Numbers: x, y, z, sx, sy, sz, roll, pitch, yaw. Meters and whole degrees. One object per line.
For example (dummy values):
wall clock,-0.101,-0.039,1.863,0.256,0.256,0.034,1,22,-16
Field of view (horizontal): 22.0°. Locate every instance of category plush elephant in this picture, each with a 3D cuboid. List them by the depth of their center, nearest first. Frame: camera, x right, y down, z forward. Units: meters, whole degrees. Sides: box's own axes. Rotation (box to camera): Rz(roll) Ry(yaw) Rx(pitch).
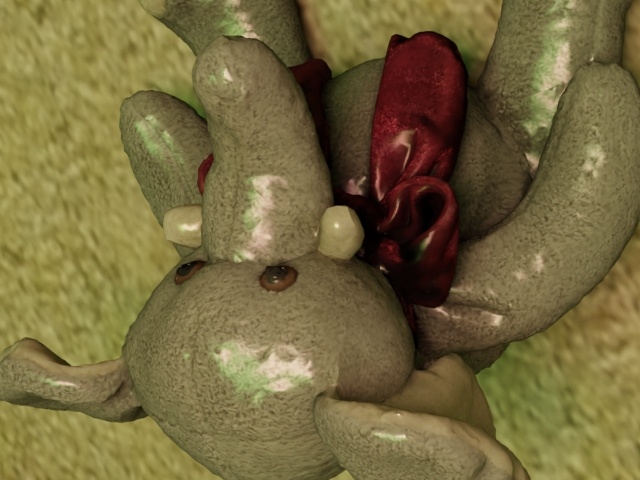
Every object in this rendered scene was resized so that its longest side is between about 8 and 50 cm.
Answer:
plush elephant,0.000,0.000,0.724,0.272,0.255,0.330,2,101,23
